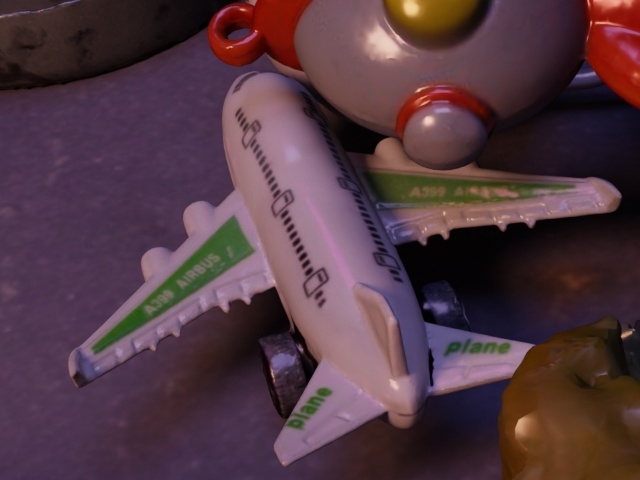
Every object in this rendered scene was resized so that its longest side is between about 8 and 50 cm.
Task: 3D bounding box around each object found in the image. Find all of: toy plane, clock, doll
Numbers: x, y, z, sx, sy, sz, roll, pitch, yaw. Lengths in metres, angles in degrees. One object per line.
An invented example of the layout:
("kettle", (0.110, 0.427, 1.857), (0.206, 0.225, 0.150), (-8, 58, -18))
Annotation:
("toy plane", (0.001, 0.004, 0.703), (0.251, 0.101, 0.255), (-18, 39, -8))
("clock", (-0.180, -0.213, 0.996), (0.313, 0.061, 0.312), (-6, 43, 5))
("doll", (0.113, -0.121, 0.670), (0.337, 0.105, 0.199), (-8, 60, 10))

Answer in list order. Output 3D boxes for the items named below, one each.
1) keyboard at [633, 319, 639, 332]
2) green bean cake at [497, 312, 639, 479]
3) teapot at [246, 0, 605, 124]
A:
("keyboard", (0.134, 0.106, 0.574), (0.103, 0.041, 0.381), (17, 66, 24))
("green bean cake", (0.167, 0.134, 0.456), (0.236, 0.124, 0.233), (4, 63, 8))
("teapot", (0.055, -0.120, 0.811), (0.246, 0.116, 0.159), (4, 19, -3))
